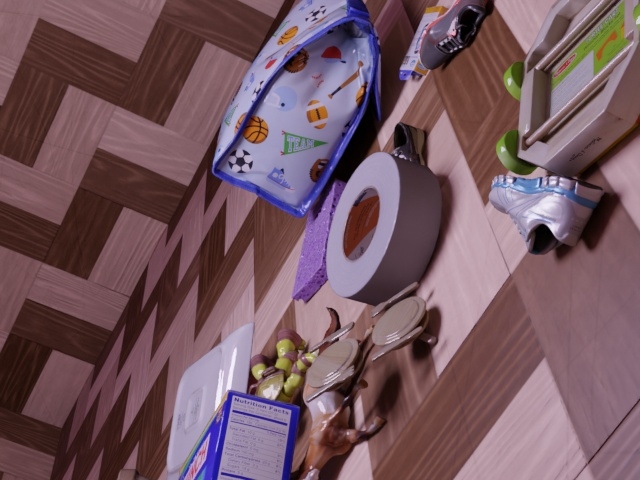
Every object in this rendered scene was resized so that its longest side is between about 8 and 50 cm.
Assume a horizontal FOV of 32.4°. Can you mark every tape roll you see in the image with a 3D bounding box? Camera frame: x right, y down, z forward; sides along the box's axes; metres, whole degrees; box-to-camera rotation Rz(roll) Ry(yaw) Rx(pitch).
[{"bbox_3d":[0.089,-0.015,1.602,0.219,0.072,0.219,-49,32,45],"label":"tape roll"}]

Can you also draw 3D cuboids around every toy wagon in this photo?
[{"bbox_3d":[0.311,-0.237,1.267,0.267,0.068,0.344,-47,24,49],"label":"toy wagon"}]

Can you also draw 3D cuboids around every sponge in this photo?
[{"bbox_3d":[0.000,0.000,1.998,0.117,0.031,0.210,-49,23,47],"label":"sponge"}]

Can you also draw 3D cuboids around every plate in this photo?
[{"bbox_3d":[-0.210,0.310,1.985,0.278,0.045,0.277,-40,39,51],"label":"plate"}]

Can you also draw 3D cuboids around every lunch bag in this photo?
[{"bbox_3d":[-0.019,-0.286,2.084,0.385,0.239,0.328,-59,15,18],"label":"lunch bag"}]

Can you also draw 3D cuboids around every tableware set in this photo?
[{"bbox_3d":[0.067,0.144,1.455,0.194,0.039,0.128,-34,22,18],"label":"tableware set"}]

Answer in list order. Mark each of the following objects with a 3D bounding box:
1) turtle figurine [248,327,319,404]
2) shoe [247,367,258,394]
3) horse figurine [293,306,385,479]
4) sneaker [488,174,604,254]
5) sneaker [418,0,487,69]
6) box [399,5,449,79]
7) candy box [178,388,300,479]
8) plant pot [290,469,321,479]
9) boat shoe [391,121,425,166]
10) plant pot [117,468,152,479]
[{"bbox_3d":[-0.076,0.250,1.790,0.269,0.087,0.217,-60,17,20],"label":"turtle figurine"},{"bbox_3d":[-0.133,0.301,1.960,0.178,0.064,0.081,-61,21,28],"label":"shoe"},{"bbox_3d":[0.021,0.221,1.556,0.174,0.066,0.263,-51,27,33],"label":"horse figurine"},{"bbox_3d":[0.234,-0.026,1.218,0.191,0.071,0.082,-173,100,-74],"label":"sneaker"},{"bbox_3d":[0.207,-0.325,1.743,0.158,0.061,0.065,-55,26,37],"label":"sneaker"},{"bbox_3d":[0.179,-0.337,1.905,0.136,0.028,0.081,-68,16,4],"label":"box"},{"bbox_3d":[-0.140,0.413,1.554,0.268,0.122,0.317,119,165,-45],"label":"candy box"},{"bbox_3d":[-0.064,0.438,1.589,0.236,0.032,0.236,-56,20,32],"label":"plant pot"},{"bbox_3d":[0.131,-0.125,1.717,0.056,0.049,0.152,-52,22,37],"label":"boat shoe"},{"bbox_3d":[-0.319,0.545,2.050,0.237,0.110,0.237,180,90,-86],"label":"plant pot"}]
